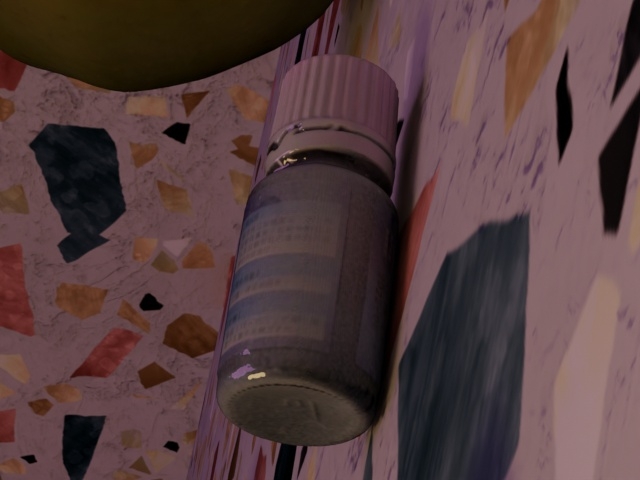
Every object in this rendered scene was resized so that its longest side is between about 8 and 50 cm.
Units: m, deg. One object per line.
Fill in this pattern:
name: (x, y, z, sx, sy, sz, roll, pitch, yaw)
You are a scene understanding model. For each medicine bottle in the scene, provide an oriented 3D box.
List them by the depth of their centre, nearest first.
medicine bottle: (0.000, 0.000, 0.869, 0.083, 0.083, 0.203, 109, 172, -59)

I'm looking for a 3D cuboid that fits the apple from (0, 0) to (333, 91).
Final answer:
apple: (-0.149, -0.348, 1.372, 0.473, 0.473, 0.474, -169, 90, -85)
